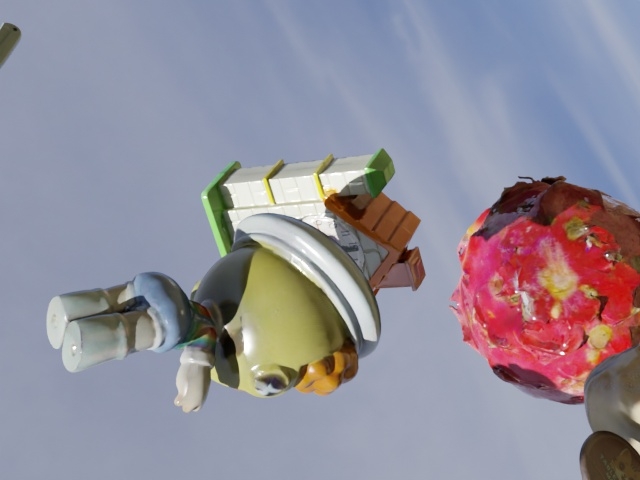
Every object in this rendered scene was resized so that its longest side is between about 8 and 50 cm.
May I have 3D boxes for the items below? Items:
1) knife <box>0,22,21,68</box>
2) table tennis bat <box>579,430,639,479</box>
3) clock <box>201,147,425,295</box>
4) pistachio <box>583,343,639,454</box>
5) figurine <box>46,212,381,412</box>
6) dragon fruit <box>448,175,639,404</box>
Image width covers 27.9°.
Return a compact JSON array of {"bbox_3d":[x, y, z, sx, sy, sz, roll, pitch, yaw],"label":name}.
[{"bbox_3d":[-0.491,-0.279,1.926,0.044,0.023,0.162,29,-142,-11],"label":"knife"},{"bbox_3d":[0.264,0.282,1.349,0.170,0.119,0.107,-26,-101,-50],"label":"table tennis bat"},{"bbox_3d":[0.000,0.000,1.710,0.106,0.255,0.220,-53,-48,-53],"label":"clock"},{"bbox_3d":[0.397,0.187,1.441,0.223,0.152,0.126,11,-169,-14],"label":"pistachio"},{"bbox_3d":[-0.099,0.083,1.424,0.224,0.205,0.382,32,-151,34],"label":"figurine"},{"bbox_3d":[0.367,0.066,2.030,0.249,0.371,0.386,22,-127,-59],"label":"dragon fruit"}]
